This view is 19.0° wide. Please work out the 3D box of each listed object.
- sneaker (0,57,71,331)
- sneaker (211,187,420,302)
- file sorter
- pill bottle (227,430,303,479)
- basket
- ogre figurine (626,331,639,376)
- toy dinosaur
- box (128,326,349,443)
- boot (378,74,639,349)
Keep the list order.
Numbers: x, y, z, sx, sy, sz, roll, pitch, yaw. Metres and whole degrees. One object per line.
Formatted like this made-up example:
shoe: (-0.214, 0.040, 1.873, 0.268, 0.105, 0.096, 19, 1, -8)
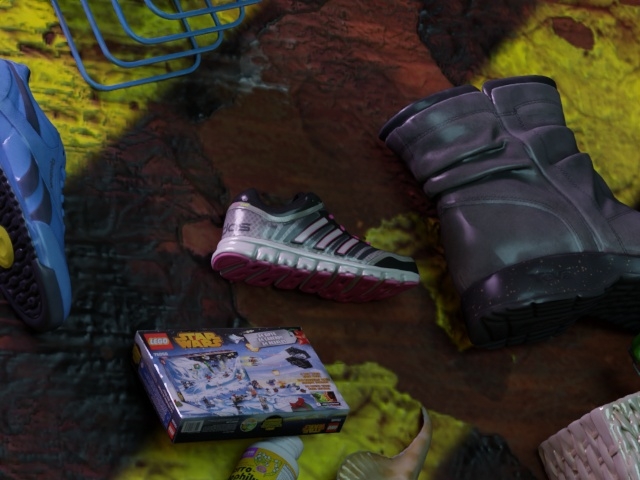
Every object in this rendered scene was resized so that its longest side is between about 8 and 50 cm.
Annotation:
sneaker: (-0.204, -0.038, 1.361, 0.082, 0.069, 0.209, -10, 71, -38)
sneaker: (0.000, 0.000, 1.462, 0.170, 0.063, 0.075, 10, 67, -20)
file sorter: (-0.115, -0.199, 1.435, 0.118, 0.170, 0.104, -17, 77, -36)
pill bottle: (-0.043, 0.173, 1.358, 0.043, 0.043, 0.083, 37, 52, -8)
basket: (0.258, 0.202, 1.476, 0.103, 0.113, 0.167, -12, 71, -32)
ogre figurine: (0.343, 0.111, 1.580, 0.197, 0.097, 0.118, 7, 55, -60)
toy dinosaur: (0.055, 0.189, 1.402, 0.183, 0.053, 0.092, -36, 85, -38)
box: (-0.059, 0.102, 1.373, 0.137, 0.027, 0.094, 0, 39, -30)
boot: (0.226, -0.041, 1.591, 0.338, 0.118, 0.223, -2, 61, -36)
